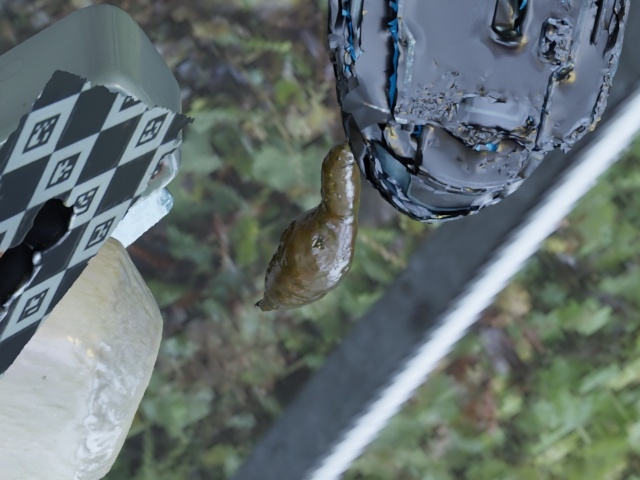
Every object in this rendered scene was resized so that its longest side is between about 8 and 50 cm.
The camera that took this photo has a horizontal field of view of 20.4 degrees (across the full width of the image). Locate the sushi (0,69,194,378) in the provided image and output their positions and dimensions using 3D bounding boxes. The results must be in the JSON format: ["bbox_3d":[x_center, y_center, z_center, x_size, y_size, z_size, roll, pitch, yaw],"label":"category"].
[{"bbox_3d":[-0.222,0.003,1.182,0.290,0.050,0.264,-52,167,8],"label":"sushi"}]

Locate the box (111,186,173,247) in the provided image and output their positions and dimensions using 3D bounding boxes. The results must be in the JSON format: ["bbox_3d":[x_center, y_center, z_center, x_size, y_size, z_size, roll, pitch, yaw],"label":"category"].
[{"bbox_3d":[-0.299,-0.053,2.153,0.227,0.130,0.162,-38,145,0],"label":"box"}]

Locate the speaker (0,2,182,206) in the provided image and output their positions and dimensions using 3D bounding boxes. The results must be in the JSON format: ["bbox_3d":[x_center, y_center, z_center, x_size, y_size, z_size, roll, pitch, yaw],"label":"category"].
[{"bbox_3d":[-0.343,-0.070,1.930,0.406,0.184,0.183,-30,119,8],"label":"speaker"}]

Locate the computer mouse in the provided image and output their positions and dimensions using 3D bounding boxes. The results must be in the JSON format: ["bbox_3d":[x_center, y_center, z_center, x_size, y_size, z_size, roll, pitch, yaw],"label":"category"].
[{"bbox_3d":[0.062,-0.126,0.800,0.146,0.077,0.242,10,93,-27],"label":"computer mouse"}]

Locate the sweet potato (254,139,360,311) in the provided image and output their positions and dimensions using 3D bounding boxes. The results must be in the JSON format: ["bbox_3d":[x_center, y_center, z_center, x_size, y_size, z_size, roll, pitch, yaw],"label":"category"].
[{"bbox_3d":[0.002,-0.001,1.655,0.074,0.075,0.269,-11,149,-27],"label":"sweet potato"}]

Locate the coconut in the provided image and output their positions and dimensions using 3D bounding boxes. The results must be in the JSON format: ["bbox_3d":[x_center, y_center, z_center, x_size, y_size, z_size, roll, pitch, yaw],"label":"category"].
[{"bbox_3d":[-0.326,0.104,1.703,0.328,0.329,0.329,-20,142,-17],"label":"coconut"}]
